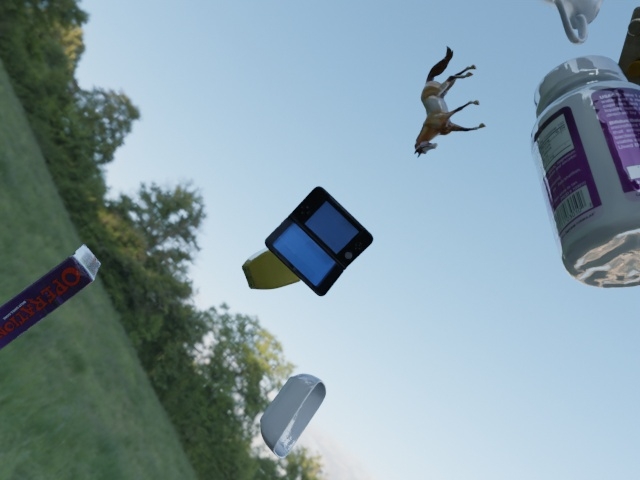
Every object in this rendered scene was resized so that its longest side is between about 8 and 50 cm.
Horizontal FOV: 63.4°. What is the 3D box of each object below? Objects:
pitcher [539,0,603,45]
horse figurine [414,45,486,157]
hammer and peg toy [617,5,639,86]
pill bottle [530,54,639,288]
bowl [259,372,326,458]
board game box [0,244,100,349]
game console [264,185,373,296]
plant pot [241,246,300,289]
[{"bbox_3d":[0.534,-0.546,1.135,0.207,0.178,0.125,31,-26,-29],"label":"pitcher"},{"bbox_3d":[0.310,-0.346,1.297,0.174,0.264,0.066,-16,-23,34],"label":"horse figurine"},{"bbox_3d":[0.836,-0.364,1.128,0.361,0.127,0.266,32,-46,42],"label":"hammer and peg toy"},{"bbox_3d":[0.381,-0.103,0.697,0.169,0.302,0.169,2,-33,1],"label":"pill bottle"},{"bbox_3d":[-0.050,0.293,0.888,0.053,0.142,0.142,30,-22,21],"label":"bowl"},{"bbox_3d":[-0.455,0.133,0.688,0.056,0.346,0.208,56,-15,-19],"label":"board game box"},{"bbox_3d":[0.000,0.000,0.771,0.122,0.107,0.071,44,22,-4],"label":"game console"},{"bbox_3d":[-0.100,0.055,0.981,0.081,0.083,0.081,-10,-79,65],"label":"plant pot"}]
